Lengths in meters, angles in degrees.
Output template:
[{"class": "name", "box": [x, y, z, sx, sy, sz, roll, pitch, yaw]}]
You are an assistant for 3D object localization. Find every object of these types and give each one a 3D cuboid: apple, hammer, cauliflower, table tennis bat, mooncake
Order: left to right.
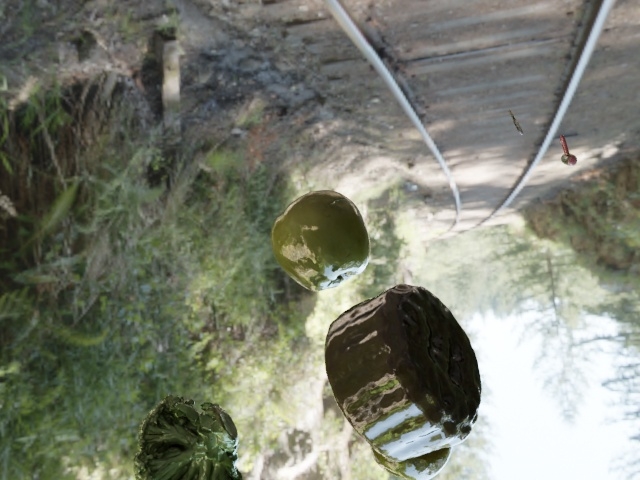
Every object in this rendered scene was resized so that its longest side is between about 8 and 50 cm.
[{"class": "cauliflower", "box": [-0.262, 0.455, 1.491, 0.275, 0.250, 0.272, 32, -157, -12]}, {"class": "apple", "box": [0.000, 0.000, 1.737, 0.262, 0.262, 0.262, -6, 178, 0]}, {"class": "apple", "box": [0.202, 0.457, 1.545, 0.196, 0.157, 0.196, 23, 159, 9]}, {"class": "mooncake", "box": [0.153, 0.220, 1.163, 0.161, 0.290, 0.290, -32, 165, 29]}, {"class": "table tennis bat", "box": [0.575, -0.348, 2.007, 0.007, 0.083, 0.050, -29, 180, 30]}, {"class": "hammer", "box": [0.626, -0.230, 1.734, 0.031, 0.083, 0.052, -23, -164, 0]}]
